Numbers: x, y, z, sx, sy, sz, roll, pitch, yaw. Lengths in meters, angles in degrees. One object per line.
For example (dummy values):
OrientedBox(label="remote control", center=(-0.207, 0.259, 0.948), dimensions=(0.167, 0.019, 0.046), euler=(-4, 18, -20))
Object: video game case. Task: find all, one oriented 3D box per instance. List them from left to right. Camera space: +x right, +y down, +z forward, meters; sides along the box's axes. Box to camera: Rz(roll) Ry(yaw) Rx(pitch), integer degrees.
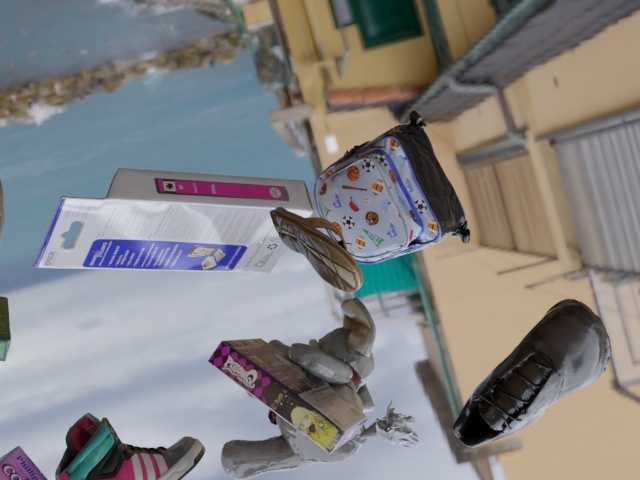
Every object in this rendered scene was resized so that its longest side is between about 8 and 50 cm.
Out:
OrientedBox(label="video game case", center=(-0.040, 0.215, 1.509), dimensions=(0.042, 0.210, 0.232), euler=(-55, 170, 2))

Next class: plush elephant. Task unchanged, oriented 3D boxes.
OrientedBox(label="plush elephant", center=(-0.001, 0.244, 1.837), dimensions=(0.330, 0.272, 0.255), euler=(3, -145, -3))

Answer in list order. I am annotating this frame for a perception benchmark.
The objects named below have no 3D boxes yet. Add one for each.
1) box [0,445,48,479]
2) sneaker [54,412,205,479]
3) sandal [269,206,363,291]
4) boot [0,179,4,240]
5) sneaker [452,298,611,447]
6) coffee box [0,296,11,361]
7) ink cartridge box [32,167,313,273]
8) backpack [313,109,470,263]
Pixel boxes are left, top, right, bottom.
OrientedBox(label="box", center=(-0.523, 0.441, 1.504), dimensions=(0.213, 0.117, 0.243), euler=(-34, -172, 24))
OrientedBox(label="sneaker", center=(-0.319, 0.347, 1.697), dimensions=(0.124, 0.178, 0.295), euler=(-39, 177, 29))
OrientedBox(label="sandal", center=(0.000, 0.000, 1.324), dimensions=(0.049, 0.072, 0.180), euler=(-30, -140, -20))
OrientedBox(label="boot", center=(-0.518, -0.038, 1.273), dimensions=(0.138, 0.284, 0.377), euler=(5, -129, 12))
OrientedBox(label="sneaker", center=(0.271, 0.188, 1.373), dimensions=(0.130, 0.109, 0.286), euler=(-26, 154, -40))
OrientedBox(label="coffee box", center=(-0.520, 0.123, 1.566), dimensions=(0.113, 0.040, 0.184), euler=(9, -166, -22))
OrientedBox(label="ink cartridge box", center=(-0.211, -0.023, 1.513), dimensions=(0.371, 0.069, 0.176), euler=(0, 147, -29))
OrientedBox(label="backpack", center=(0.117, -0.073, 2.072), dimensions=(0.213, 0.276, 0.263), euler=(-21, 177, -41))
